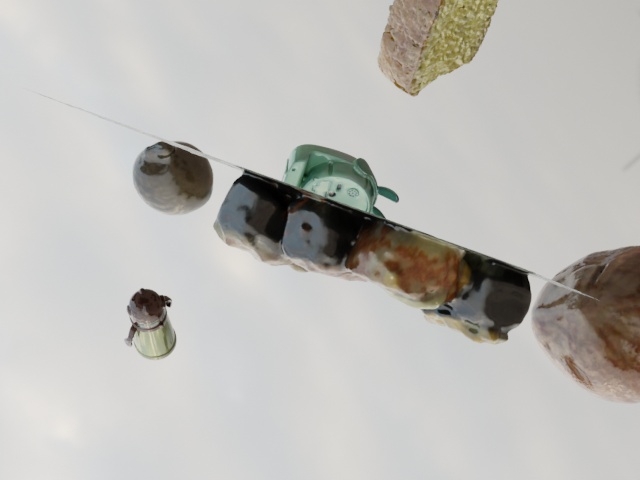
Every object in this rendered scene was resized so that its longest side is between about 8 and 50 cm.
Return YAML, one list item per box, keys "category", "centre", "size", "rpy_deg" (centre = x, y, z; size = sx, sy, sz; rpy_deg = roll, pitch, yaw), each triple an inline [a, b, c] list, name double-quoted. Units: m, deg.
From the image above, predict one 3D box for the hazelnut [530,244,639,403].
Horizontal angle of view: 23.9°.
- category: "hazelnut"
  centre: [0.320, 0.094, 1.615]
  size: [0.182, 0.182, 0.182]
  rpy_deg: [42, -161, -17]

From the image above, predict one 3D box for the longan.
- category: "longan"
  centre: [-0.193, -0.087, 1.959]
  size: [0.106, 0.106, 0.119]
  rpy_deg: [62, 177, 38]

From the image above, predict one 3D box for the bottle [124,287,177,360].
- category: "bottle"
  centre: [-0.180, 0.084, 1.596]
  size: [0.101, 0.047, 0.063]
  rpy_deg: [85, -164, -58]

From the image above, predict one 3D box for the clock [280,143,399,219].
- category: "clock"
  centre: [0.020, -0.053, 1.721]
  size: [0.135, 0.101, 0.041]
  rpy_deg: [12, -141, -6]

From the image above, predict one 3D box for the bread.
- category: "bread"
  centre: [0.113, -0.216, 1.443]
  size: [0.103, 0.187, 0.065]
  rpy_deg: [-28, -113, -27]

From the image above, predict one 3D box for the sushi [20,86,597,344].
- category: "sushi"
  centre: [0.000, 0.000, 0.878]
  size: [0.290, 0.050, 0.264]
  rpy_deg: [21, -179, 20]
